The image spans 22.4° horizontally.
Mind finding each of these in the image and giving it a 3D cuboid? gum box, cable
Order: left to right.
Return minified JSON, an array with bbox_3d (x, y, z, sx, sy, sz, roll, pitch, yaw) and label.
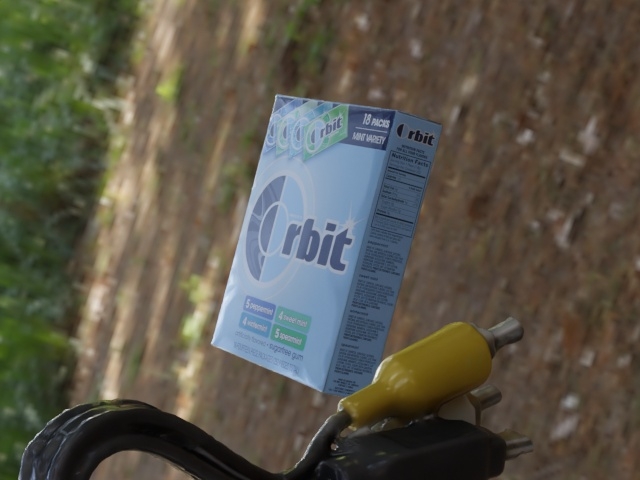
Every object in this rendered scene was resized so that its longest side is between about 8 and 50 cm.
[{"bbox_3d":[-0.012,0.113,0.707,0.072,0.287,0.139,23,110,49],"label":"cable"},{"bbox_3d":[0.000,0.000,1.081,0.157,0.041,0.184,16,91,58],"label":"gum box"}]
